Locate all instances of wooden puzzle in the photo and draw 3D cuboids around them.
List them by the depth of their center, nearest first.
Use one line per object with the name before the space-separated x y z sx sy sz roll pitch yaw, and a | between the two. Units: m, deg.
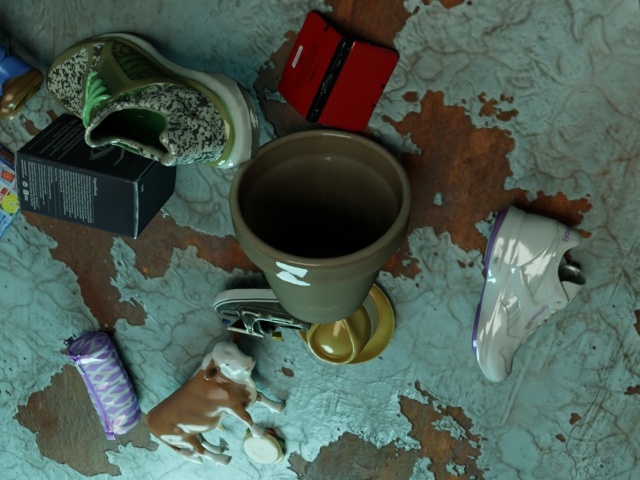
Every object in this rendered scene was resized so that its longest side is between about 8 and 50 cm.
wooden puzzle | -0.119 0.150 1.642 0.116 0.078 0.014 10 97 5

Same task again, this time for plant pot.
plant pot | 0.000 0.000 1.423 0.263 0.263 0.229 13 143 10

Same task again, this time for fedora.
fedora | 0.030 0.143 1.578 0.194 0.079 0.194 8 122 13

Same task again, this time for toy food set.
toy food set | -0.109 0.394 1.816 0.083 0.020 0.083 5 122 16

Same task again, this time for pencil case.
pencil case | -0.409 0.271 1.800 0.086 0.088 0.206 -7 119 25

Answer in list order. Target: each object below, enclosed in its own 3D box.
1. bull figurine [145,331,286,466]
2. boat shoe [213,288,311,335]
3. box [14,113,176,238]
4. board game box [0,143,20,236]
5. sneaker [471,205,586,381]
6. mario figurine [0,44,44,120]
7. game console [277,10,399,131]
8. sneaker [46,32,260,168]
bull figurine | -0.187 0.298 1.734 0.188 0.101 0.310 44 123 -13
boat shoe | -0.101 0.121 1.576 0.219 0.070 0.077 -5 160 42
box | -0.353 -0.105 1.508 0.207 0.153 0.108 15 124 10
board game box | -0.594 -0.084 1.673 0.136 0.035 0.201 41 124 -9
sneaker | 0.312 0.100 1.434 0.152 0.114 0.305 12 124 13
mario figurine | -0.596 -0.304 1.459 0.320 0.170 0.198 42 126 -11
game console | 0.023 -0.244 1.380 0.124 0.085 0.144 46 129 26
sneaker | -0.287 -0.197 1.369 0.410 0.182 0.158 19 119 34
